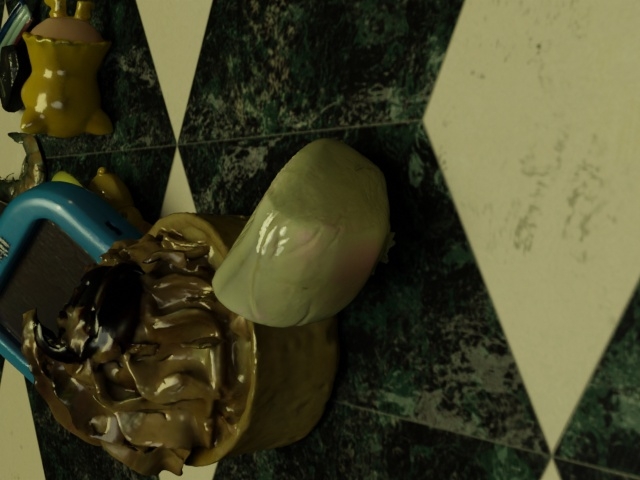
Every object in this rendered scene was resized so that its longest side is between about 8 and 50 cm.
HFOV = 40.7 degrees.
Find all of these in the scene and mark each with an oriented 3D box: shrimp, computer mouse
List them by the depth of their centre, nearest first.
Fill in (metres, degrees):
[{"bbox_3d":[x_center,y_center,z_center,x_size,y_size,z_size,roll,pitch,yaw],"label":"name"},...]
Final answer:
[{"bbox_3d":[-0.600,-0.319,1.706,0.172,0.057,0.099,-50,57,52],"label":"computer mouse"},{"bbox_3d":[-0.612,-0.144,1.736,0.217,0.051,0.150,5,92,41],"label":"shrimp"}]

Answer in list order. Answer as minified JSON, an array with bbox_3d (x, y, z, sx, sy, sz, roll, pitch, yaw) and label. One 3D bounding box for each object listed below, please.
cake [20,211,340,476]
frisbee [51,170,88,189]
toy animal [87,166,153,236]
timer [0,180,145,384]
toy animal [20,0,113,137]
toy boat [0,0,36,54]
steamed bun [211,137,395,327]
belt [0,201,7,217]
[{"bbox_3d":[-0.188,0.123,1.054,0.332,0.321,0.332,5,96,51],"label":"cake"},{"bbox_3d":[-0.387,-0.004,1.434,0.236,0.017,0.236,35,141,36],"label":"frisbee"},{"bbox_3d":[-0.315,-0.042,1.383,0.159,0.070,0.083,46,136,29],"label":"toy animal"},{"bbox_3d":[-0.378,0.088,1.332,0.309,0.115,0.340,41,122,1],"label":"timer"},{"bbox_3d":[-0.421,-0.285,1.434,0.156,0.156,0.229,13,104,48],"label":"toy animal"},{"bbox_3d":[-0.622,-0.393,1.722,0.046,0.080,0.229,46,130,-6],"label":"toy boat"},{"bbox_3d":[0.000,0.000,0.920,0.153,0.238,0.170,31,120,-1],"label":"steamed bun"},{"bbox_3d":[-0.704,0.015,1.744,0.347,0.117,0.212,8,75,58],"label":"belt"}]
